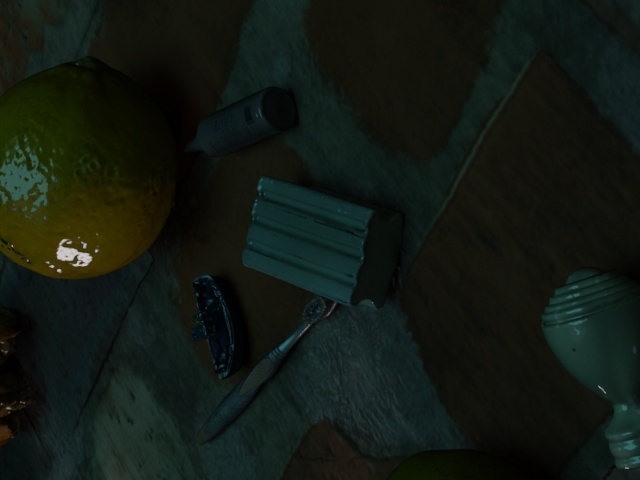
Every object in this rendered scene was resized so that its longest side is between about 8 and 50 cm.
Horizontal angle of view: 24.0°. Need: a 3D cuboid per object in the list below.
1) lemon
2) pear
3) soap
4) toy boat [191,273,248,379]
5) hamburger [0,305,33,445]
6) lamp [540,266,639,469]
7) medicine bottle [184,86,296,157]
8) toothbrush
[{"bbox_3d":[-0.316,-0.086,1.933,0.293,0.293,0.293,11,104,49],"label":"lemon"},{"bbox_3d":[0.142,0.304,1.512,0.198,0.198,0.198,11,104,49],"label":"pear"},{"bbox_3d":[0.000,0.000,1.717,0.198,0.063,0.115,21,100,46],"label":"soap"},{"bbox_3d":[-0.133,0.109,1.906,0.060,0.061,0.137,-28,75,49],"label":"toy boat"},{"bbox_3d":[-0.568,0.206,2.326,0.260,0.245,0.211,7,94,10],"label":"hamburger"},{"bbox_3d":[0.274,0.116,1.395,0.106,0.106,0.193,-22,88,49],"label":"lamp"},{"bbox_3d":[-0.110,-0.136,1.842,0.199,0.057,0.058,-19,81,50],"label":"medicine bottle"},{"bbox_3d":[-0.072,0.162,1.865,0.028,0.037,0.375,48,134,8],"label":"toothbrush"}]
